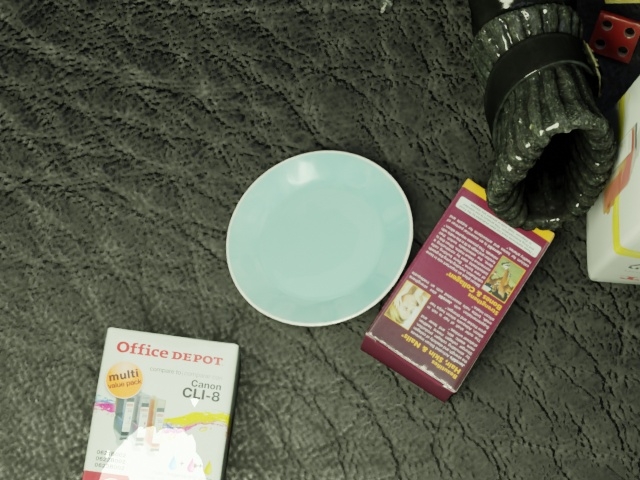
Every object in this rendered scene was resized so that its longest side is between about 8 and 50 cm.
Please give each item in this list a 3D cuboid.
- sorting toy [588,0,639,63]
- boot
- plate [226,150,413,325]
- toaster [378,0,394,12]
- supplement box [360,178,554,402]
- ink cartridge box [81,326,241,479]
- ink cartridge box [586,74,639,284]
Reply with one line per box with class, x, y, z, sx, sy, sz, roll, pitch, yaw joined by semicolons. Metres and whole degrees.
sorting toy;0.397;-0.195;1.795;0.274;0.132;0.046;21;35;3
boot;0.191;-0.200;1.652;0.131;0.348;0.260;-8;51;11
plate;0.000;0.000;1.766;0.188;0.024;0.188;-5;66;11
toaster;0.098;-0.355;1.811;0.129;0.146;0.227;24;77;4
supplement box;0.132;0.050;1.749;0.104;0.081;0.188;33;77;5
ink cartridge box;-0.148;0.181;1.682;0.128;0.127;0.176;7;75;0
ink cartridge box;0.414;-0.058;1.635;0.279;0.384;0.160;4;80;-2
